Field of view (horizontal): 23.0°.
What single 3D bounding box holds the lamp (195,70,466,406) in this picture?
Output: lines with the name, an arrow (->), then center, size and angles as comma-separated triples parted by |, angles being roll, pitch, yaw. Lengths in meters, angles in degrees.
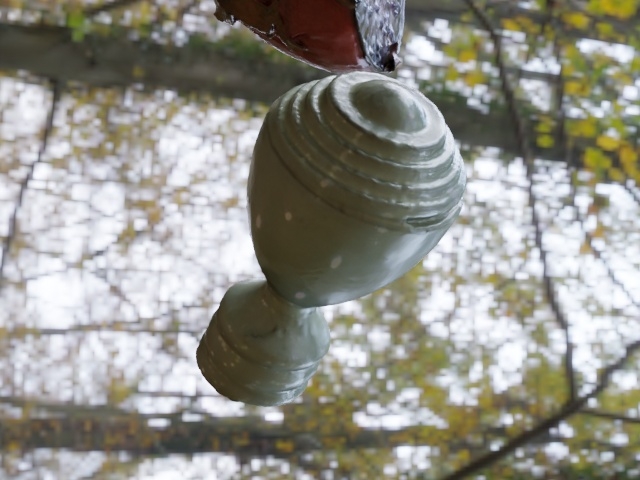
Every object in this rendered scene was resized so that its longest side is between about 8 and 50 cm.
lamp -> 0.000, 0.000, 0.786 | 0.193, 0.106, 0.106 | -61, -139, 36

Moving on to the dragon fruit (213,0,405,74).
dragon fruit -> -0.027, -0.217, 1.098 | 0.148, 0.218, 0.224 | -4, -105, 15
